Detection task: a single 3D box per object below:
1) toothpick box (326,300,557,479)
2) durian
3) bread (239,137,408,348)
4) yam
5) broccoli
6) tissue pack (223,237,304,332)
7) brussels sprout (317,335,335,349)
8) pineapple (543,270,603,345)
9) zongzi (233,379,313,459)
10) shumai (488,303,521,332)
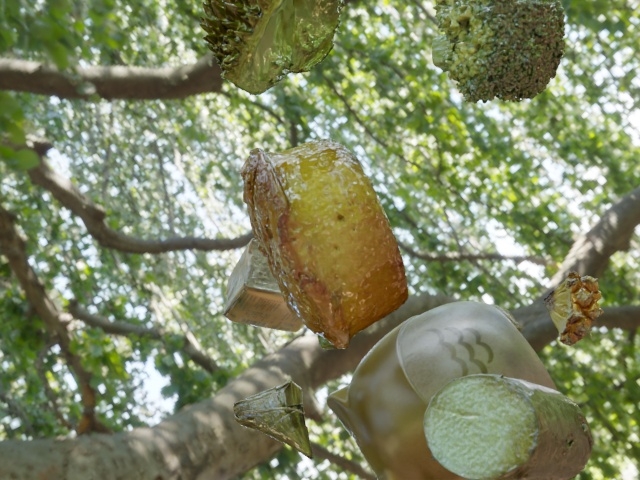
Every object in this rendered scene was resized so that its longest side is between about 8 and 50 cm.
[{"bbox_3d":[0.268,0.370,1.640,0.425,0.409,0.409,-32,-21,-4],"label":"toothpick box"},{"bbox_3d":[-0.049,-0.373,1.245,0.163,0.198,0.394,-18,11,33],"label":"durian"},{"bbox_3d":[0.000,0.000,1.351,0.215,0.398,0.398,-24,-23,-8],"label":"bread"},{"bbox_3d":[0.300,0.297,1.158,0.168,0.168,0.304,-43,-36,18],"label":"yam"},{"bbox_3d":[0.321,-0.386,1.361,0.288,0.260,0.235,-25,-46,-39],"label":"broccoli"},{"bbox_3d":[-0.103,0.082,1.846,0.238,0.239,0.305,-27,-9,-22],"label":"tissue pack"},{"bbox_3d":[0.017,0.214,1.724,0.051,0.083,0.046,-28,-45,32],"label":"brussels sprout"},{"bbox_3d":[0.469,0.129,1.409,0.116,0.069,0.137,2,73,69],"label":"pineapple"},{"bbox_3d":[-0.101,0.401,1.579,0.160,0.176,0.078,-24,-32,16],"label":"zongzi"},{"bbox_3d":[0.491,0.233,2.122,0.105,0.139,0.123,-41,16,11],"label":"shumai"}]
